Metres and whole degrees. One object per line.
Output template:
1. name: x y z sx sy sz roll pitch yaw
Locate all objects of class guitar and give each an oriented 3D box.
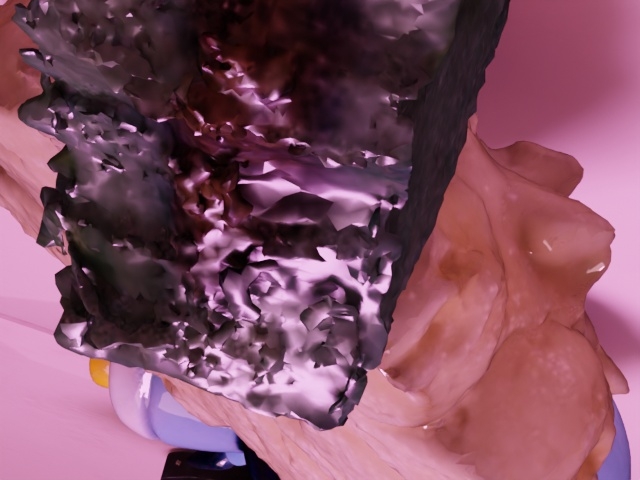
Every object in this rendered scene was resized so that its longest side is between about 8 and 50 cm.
1. guitar: -0.022 0.217 1.580 0.233 0.025 0.088 28 157 -33

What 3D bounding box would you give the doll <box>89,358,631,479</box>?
1. doll: 0.031 0.089 0.994 0.314 0.141 0.177 23 134 16

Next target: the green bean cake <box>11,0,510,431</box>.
1. green bean cake: -0.008 -0.077 0.455 0.107 0.193 0.208 19 161 7

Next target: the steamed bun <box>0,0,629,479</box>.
1. steamed bun: 0.000 0.000 0.719 0.292 0.137 0.295 24 158 45
